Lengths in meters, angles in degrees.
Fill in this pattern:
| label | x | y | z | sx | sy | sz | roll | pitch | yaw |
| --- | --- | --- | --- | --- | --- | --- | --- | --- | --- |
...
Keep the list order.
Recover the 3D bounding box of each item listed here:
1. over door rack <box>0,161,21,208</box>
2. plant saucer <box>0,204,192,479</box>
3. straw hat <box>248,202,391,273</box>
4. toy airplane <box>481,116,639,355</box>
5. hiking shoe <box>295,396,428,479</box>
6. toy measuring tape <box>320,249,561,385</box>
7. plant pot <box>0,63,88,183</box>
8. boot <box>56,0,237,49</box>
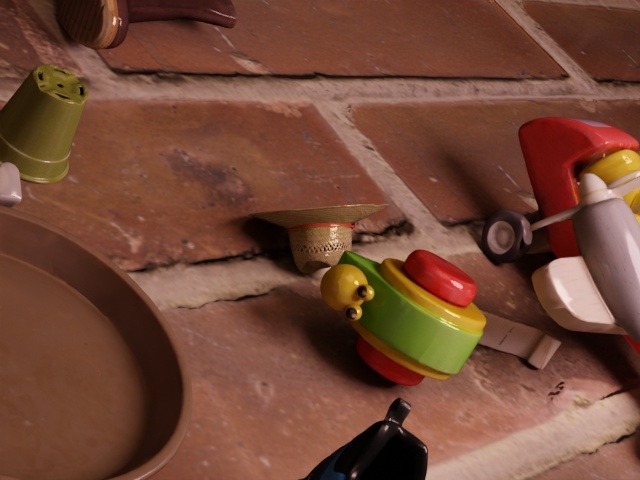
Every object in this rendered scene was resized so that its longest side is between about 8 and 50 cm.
| label | x | y | z | sx | sy | sz | roll | pitch | yaw |
| --- | --- | --- | --- | --- | --- | --- | --- | --- | --- |
| over door rack | -0.387 | -0.162 | 1.087 | 0.239 | 0.108 | 0.324 | 9 | 54 | -38 |
| plant saucer | -0.221 | 0.078 | 0.965 | 0.277 | 0.041 | 0.278 | 27 | 30 | -17 |
| straw hat | 0.000 | 0.000 | 1.275 | 0.144 | 0.144 | 0.061 | -5 | 90 | -49 |
| toy airplane | 0.377 | 0.030 | 1.414 | 0.384 | 0.272 | 0.386 | 31 | 30 | -10 |
| hiking shoe | 0.036 | 0.248 | 0.893 | 0.113 | 0.132 | 0.304 | 18 | 34 | -28 |
| toy measuring tape | 0.131 | 0.088 | 1.248 | 0.330 | 0.121 | 0.121 | 21 | 32 | -39 |
| plant pot | -0.237 | -0.105 | 1.166 | 0.083 | 0.079 | 0.083 | 25 | 32 | -17 |
| boot | -0.174 | -0.262 | 1.441 | 0.206 | 0.090 | 0.248 | 13 | 33 | -31 |
